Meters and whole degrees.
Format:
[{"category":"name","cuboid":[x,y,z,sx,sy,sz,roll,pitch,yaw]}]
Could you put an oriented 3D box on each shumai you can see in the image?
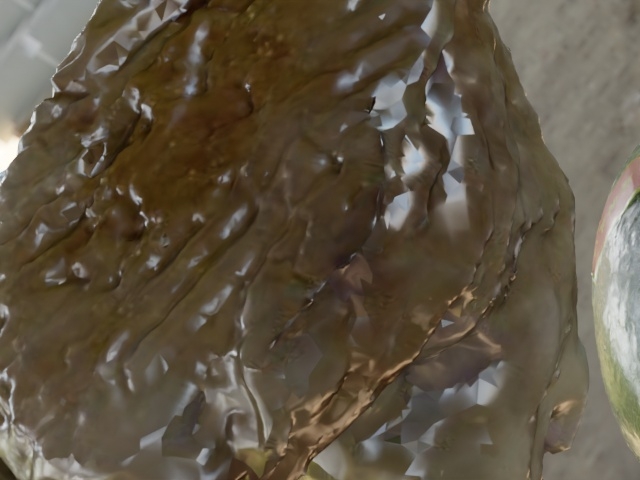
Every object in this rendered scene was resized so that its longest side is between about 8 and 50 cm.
[{"category":"shumai","cuboid":[-0.004,0.002,0.584,0.184,0.185,0.218,-3,70,27]}]

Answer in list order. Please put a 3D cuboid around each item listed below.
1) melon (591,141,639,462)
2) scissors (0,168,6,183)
[{"category":"melon","cuboid":[0.206,0.030,0.755,0.182,0.182,0.287,-46,16,28]},{"category":"scissors","cuboid":[-0.216,-0.024,1.152,0.393,0.032,0.180,-7,40,51]}]
